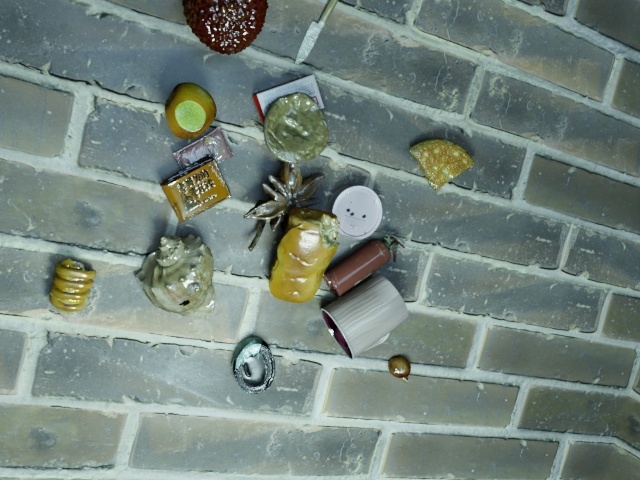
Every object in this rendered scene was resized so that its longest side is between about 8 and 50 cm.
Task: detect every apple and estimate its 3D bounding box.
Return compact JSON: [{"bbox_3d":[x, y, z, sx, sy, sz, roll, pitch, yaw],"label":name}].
[{"bbox_3d":[-0.409,-0.405,1.691,0.163,0.146,0.147,-39,119,6],"label":"apple"}]

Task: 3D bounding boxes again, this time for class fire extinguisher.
[{"bbox_3d":[0.176,0.088,2.034,0.337,0.106,0.147,-33,135,-12],"label":"fire extinguisher"}]

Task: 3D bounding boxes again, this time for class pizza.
[{"bbox_3d":[0.455,-0.289,2.086,0.292,0.058,0.197,5,99,-19],"label":"pizza"}]

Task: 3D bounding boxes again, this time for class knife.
[{"bbox_3d":[-0.012,-0.725,1.851,0.047,0.017,0.298,27,94,-21],"label":"knife"}]

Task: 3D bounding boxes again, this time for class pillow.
[{"bbox_3d":[-0.379,-0.282,1.782,0.185,0.043,0.118,-31,115,-9],"label":"pillow"}]

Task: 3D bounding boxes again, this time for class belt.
[{"bbox_3d":[-0.241,0.443,1.950,0.151,0.078,0.198,-3,103,-16],"label":"belt"}]

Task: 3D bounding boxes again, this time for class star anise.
[{"bbox_3d":[-0.125,-0.127,1.870,0.292,0.109,0.350,6,101,-28],"label":"star anise"}]

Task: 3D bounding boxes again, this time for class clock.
[{"bbox_3d":[0.123,-0.104,1.989,0.196,0.068,0.197,-4,102,-19],"label":"clock"}]

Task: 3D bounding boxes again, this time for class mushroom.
[{"bbox_3d":[0.329,0.520,2.182,0.129,0.072,0.088,55,49,-23],"label":"mushroom"}]

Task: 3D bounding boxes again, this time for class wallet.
[{"bbox_3d":[-0.401,-0.165,1.772,0.195,0.042,0.161,-31,126,-13],"label":"wallet"}]

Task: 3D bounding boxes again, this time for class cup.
[{"bbox_3d":[0.173,0.303,2.010,0.273,0.208,0.288,-32,108,-14],"label":"cup"}]

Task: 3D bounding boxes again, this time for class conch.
[{"bbox_3d":[-0.458,0.135,1.767,0.263,0.186,0.324,-20,105,6],"label":"conch"}]

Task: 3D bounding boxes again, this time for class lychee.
[{"bbox_3d":[-0.281,-0.709,1.625,0.264,0.264,0.300,1,82,-21],"label":"lychee"}]

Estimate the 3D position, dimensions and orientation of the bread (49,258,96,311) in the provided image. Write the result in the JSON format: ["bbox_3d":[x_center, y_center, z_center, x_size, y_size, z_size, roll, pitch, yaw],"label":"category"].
[{"bbox_3d":[-0.770,0.141,1.693,0.119,0.084,0.177,14,99,-22],"label":"bread"}]

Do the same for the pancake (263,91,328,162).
[{"bbox_3d":[-0.079,-0.369,1.813,0.241,0.050,0.242,-1,91,-23],"label":"pancake"}]

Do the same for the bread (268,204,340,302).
[{"bbox_3d":[-0.059,0.056,1.839,0.195,0.149,0.344,7,128,-19],"label":"bread"}]

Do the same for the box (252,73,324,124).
[{"bbox_3d":[-0.102,-0.473,1.846,0.229,0.050,0.123,-25,109,-15],"label":"box"}]
